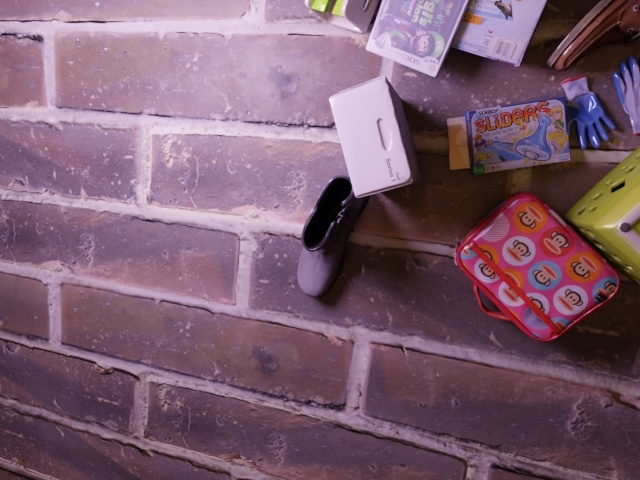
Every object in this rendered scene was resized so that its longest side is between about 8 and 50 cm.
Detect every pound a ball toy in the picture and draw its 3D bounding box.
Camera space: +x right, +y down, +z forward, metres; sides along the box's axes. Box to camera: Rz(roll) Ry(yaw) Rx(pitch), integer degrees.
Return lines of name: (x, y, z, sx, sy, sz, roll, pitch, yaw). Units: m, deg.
pound a ball toy: (0.076, -0.646, 0.993, 0.208, 0.135, 0.319, 33, 106, 33)

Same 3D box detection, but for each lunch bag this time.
lunch bag: (0.449, 0.064, 0.991, 0.293, 0.120, 0.258, 46, 112, 7)

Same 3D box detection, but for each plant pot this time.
plant pot: (0.652, -0.038, 0.861, 0.227, 0.207, 0.228, 43, 107, 7)

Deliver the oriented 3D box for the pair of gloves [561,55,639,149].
pair of gloves: (0.604, -0.284, 0.932, 0.198, 0.023, 0.159, -16, 94, 19)

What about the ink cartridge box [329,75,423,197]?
ink cartridge box: (0.128, -0.206, 0.953, 0.117, 0.278, 0.202, -15, 94, 18)

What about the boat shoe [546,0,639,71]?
boat shoe: (0.590, -0.434, 0.865, 0.307, 0.110, 0.104, -44, 84, 18)

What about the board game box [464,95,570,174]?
board game box: (0.420, -0.223, 0.968, 0.201, 0.035, 0.136, -9, 97, 5)

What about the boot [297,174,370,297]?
boot: (0.000, 0.000, 1.054, 0.118, 0.222, 0.338, 22, 104, 12)

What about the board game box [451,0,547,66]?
board game box: (0.315, -0.557, 0.910, 0.318, 0.066, 0.318, 25, 117, 16)

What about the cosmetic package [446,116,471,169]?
cosmetic package: (0.317, -0.218, 1.019, 0.060, 0.041, 0.115, -4, 97, 16)

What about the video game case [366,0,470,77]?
video game case: (0.204, -0.466, 0.944, 0.173, 0.022, 0.190, 28, 118, 15)
